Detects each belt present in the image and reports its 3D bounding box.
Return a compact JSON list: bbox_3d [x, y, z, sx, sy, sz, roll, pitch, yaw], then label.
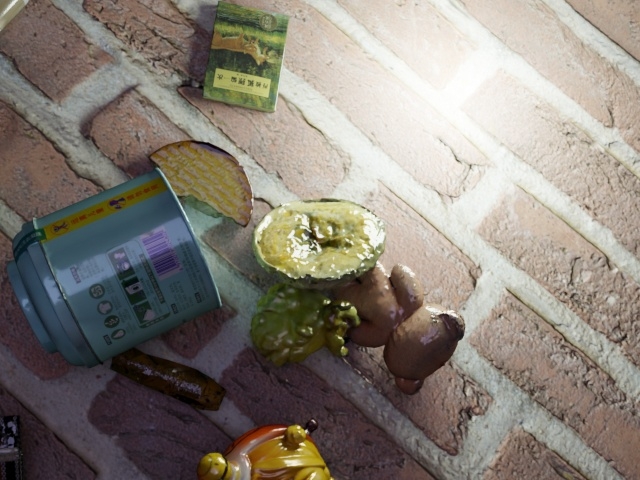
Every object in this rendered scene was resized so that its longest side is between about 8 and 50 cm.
[{"bbox_3d":[-0.555,0.489,1.374,0.094,0.126,0.359,-4,83,-19],"label":"belt"}]

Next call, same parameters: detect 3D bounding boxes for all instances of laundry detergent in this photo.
[{"bbox_3d":[-0.374,0.057,1.411,0.305,0.287,0.287,-25,81,-13],"label":"laundry detergent"}]

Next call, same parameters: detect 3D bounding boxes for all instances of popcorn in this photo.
[{"bbox_3d":[-0.033,0.162,1.491,0.195,0.173,0.168,15,38,18],"label":"popcorn"}]

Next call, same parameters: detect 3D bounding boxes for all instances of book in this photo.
[{"bbox_3d":[-0.158,-0.393,1.689,0.160,0.024,0.228,10,75,-8],"label":"book"}]

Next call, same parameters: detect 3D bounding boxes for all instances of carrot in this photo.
[{"bbox_3d":[-0.290,0.259,1.491,0.228,0.069,0.069,23,74,-1],"label":"carrot"}]

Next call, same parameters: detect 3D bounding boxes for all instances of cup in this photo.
[{"bbox_3d":[-0.668,-0.486,1.608,0.102,0.074,0.099,34,74,1],"label":"cup"}]

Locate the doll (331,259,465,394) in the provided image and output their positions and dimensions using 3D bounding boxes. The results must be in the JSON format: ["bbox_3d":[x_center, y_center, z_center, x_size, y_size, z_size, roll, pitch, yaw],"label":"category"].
[{"bbox_3d":[0.149,0.136,1.566,0.303,0.156,0.201,49,116,23],"label":"doll"}]

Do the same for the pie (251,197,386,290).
[{"bbox_3d":[0.000,0.000,1.529,0.274,0.055,0.274,1,38,-1],"label":"pie"}]

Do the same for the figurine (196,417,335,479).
[{"bbox_3d":[-0.118,0.453,1.402,0.323,0.196,0.320,-29,125,-6],"label":"figurine"}]

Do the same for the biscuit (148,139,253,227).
[{"bbox_3d":[-0.233,-0.109,1.605,0.176,0.031,0.228,-30,84,-13],"label":"biscuit"}]
